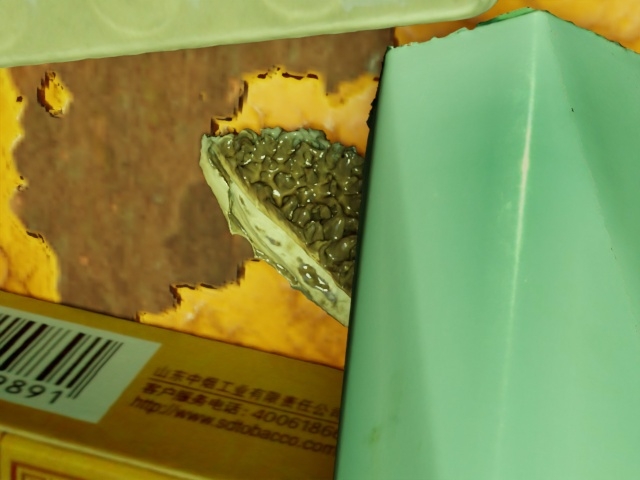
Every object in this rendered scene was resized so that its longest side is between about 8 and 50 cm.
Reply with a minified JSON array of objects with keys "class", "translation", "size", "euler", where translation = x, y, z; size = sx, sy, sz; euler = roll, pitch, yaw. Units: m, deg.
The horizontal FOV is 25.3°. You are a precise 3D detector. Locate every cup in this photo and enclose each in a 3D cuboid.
[{"class":"cup","translation":[0.068,0.053,0.472],"size":[0.134,0.235,0.148],"euler":[20,145,-33]}]

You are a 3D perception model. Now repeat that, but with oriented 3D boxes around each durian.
[{"class":"durian","translation":[0.005,-0.006,0.586],"size":[0.130,0.052,0.066],"euler":[45,158,-2]}]

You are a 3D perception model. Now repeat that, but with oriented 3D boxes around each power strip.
[{"class":"power strip","translation":[-0.050,-0.126,0.521],"size":[0.257,0.070,0.105],"euler":[-4,114,19]}]

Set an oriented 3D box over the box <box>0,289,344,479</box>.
[{"class":"box","translation":[-0.061,0.181,0.644],"size":[0.415,0.116,0.264],"euler":[11,116,13]}]
